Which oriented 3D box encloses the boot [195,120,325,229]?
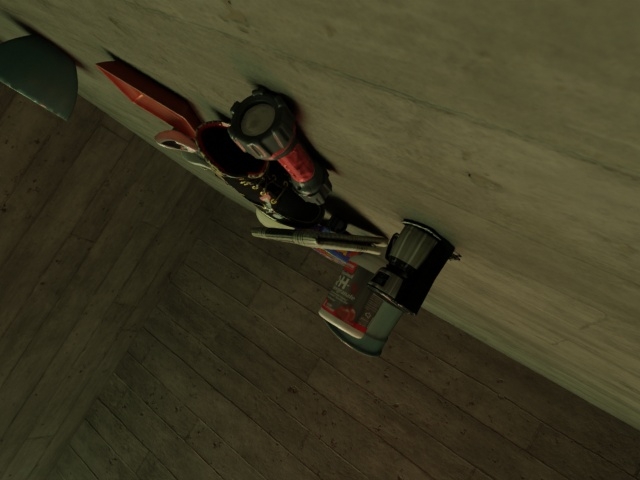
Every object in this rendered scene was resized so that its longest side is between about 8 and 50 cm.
[{"bbox_3d":[-0.151,-0.162,1.124,0.377,0.138,0.284,36,176,-1],"label":"boot"}]

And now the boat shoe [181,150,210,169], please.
[{"bbox_3d":[-0.479,-0.330,1.774,0.219,0.077,0.070,28,174,21],"label":"boat shoe"}]

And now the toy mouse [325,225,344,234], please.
[{"bbox_3d":[0.078,-0.017,1.828,0.143,0.031,0.161,30,176,10],"label":"toy mouse"}]

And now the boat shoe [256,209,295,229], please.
[{"bbox_3d":[-0.224,-0.113,2.308,0.305,0.109,0.091,28,-159,34],"label":"boat shoe"}]

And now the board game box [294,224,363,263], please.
[{"bbox_3d":[0.032,0.019,1.820,0.233,0.078,0.347,33,175,-18],"label":"board game box"}]

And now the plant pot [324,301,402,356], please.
[{"bbox_3d":[0.243,0.304,2.009,0.341,0.334,0.341,33,-167,-9],"label":"plant pot"}]

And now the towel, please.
[{"bbox_3d":[0.000,0.000,1.309,0.324,0.056,0.312,3,-178,-43],"label":"towel"}]

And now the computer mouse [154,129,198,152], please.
[{"bbox_3d":[-0.406,-0.303,1.320,0.193,0.042,0.106,6,-140,-32],"label":"computer mouse"}]

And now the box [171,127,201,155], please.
[{"bbox_3d":[-0.410,-0.321,1.519,0.233,0.059,0.183,33,174,-31],"label":"box"}]

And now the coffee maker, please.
[{"bbox_3d":[0.212,0.072,0.952,0.171,0.178,0.120,32,176,-11],"label":"coffee maker"}]

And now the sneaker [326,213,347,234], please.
[{"bbox_3d":[0.064,-0.044,1.491,0.059,0.053,0.144,28,176,17],"label":"sneaker"}]

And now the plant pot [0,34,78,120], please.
[{"bbox_3d":[-0.958,-0.575,1.466,0.290,0.195,0.290,31,176,3],"label":"plant pot"}]

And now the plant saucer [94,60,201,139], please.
[{"bbox_3d":[-0.440,-0.377,1.176,0.259,0.047,0.258,30,176,-2],"label":"plant saucer"}]

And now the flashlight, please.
[{"bbox_3d":[-0.053,-0.148,0.785,0.103,0.103,0.304,26,173,24],"label":"flashlight"}]

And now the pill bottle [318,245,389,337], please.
[{"bbox_3d":[0.144,0.160,1.486,0.176,0.318,0.176,30,175,3],"label":"pill bottle"}]

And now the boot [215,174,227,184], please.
[{"bbox_3d":[-0.350,-0.238,1.865,0.229,0.091,0.263,33,177,-31],"label":"boot"}]
